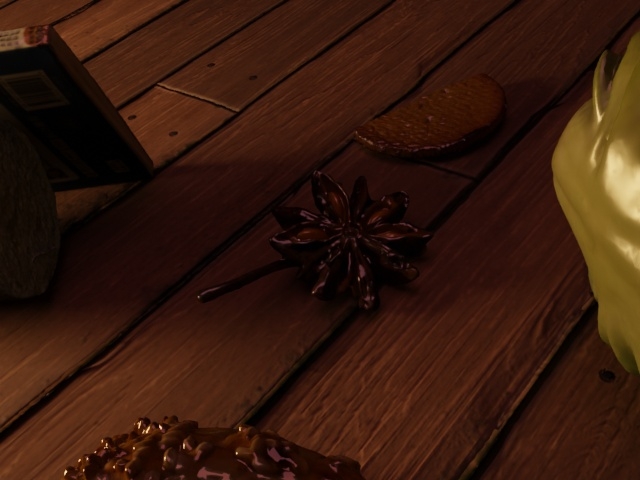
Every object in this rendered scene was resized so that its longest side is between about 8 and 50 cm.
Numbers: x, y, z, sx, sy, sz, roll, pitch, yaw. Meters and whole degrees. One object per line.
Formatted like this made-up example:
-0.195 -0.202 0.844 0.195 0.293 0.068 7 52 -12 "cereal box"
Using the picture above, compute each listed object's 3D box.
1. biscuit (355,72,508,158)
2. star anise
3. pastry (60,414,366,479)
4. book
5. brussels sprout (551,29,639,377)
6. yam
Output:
0.155 -0.148 0.943 0.206 0.025 0.126 -25 42 -13 "biscuit"
-0.003 -0.002 0.773 0.234 0.073 0.177 5 50 -5 "star anise"
-0.087 0.240 0.467 0.255 0.162 0.311 -4 41 13 "pastry"
-0.448 -0.121 0.868 0.428 0.300 0.039 -6 69 5 "book"
0.402 0.002 0.471 0.425 0.342 0.361 -20 33 7 "brussels sprout"
-0.435 -0.014 0.810 0.271 0.201 0.202 -5 72 7 "yam"
